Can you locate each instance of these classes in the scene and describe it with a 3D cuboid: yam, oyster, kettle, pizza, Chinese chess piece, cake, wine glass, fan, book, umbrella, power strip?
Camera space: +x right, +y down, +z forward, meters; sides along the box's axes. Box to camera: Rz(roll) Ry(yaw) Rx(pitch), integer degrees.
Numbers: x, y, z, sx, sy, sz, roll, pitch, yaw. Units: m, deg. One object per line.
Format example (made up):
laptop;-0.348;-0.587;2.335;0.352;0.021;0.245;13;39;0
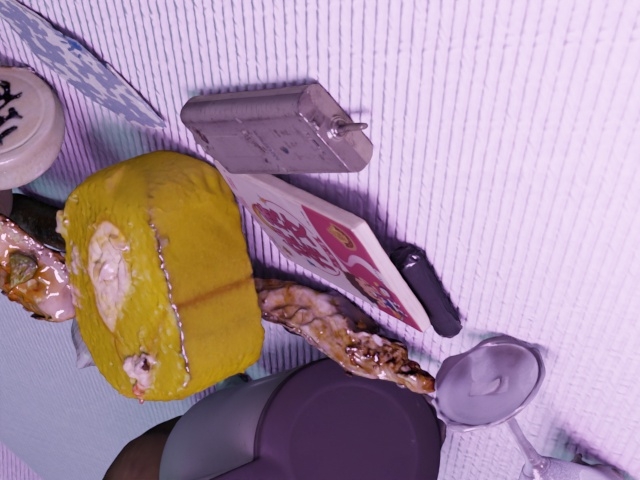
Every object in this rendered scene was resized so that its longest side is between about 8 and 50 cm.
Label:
yam;-0.327;-0.012;2.155;0.253;0.061;0.061;17;152;44
oyster;-0.010;0.090;1.860;0.345;0.078;0.129;22;174;33
kettle;-0.074;0.286;2.005;0.377;0.361;0.250;-32;74;66
pizza;-0.423;-0.020;1.934;0.392;0.080;0.435;34;173;11
Chinese chess piece;-0.352;-0.124;1.830;0.144;0.144;0.058;29;154;19
cake;-0.176;0.036;1.785;0.179;0.156;0.260;0;106;41
wine glass;0.207;0.214;1.669;0.156;0.156;0.232;13;145;47
fan;-0.257;-0.185;1.738;0.240;0.009;0.131;37;160;-2
book;0.000;0.000;1.661;0.232;0.022;0.162;27;158;46
umbrella;0.105;0.051;1.637;0.133;0.031;0.036;57;-173;-43
power strip;-0.035;-0.099;1.531;0.092;0.034;0.268;47;157;-25

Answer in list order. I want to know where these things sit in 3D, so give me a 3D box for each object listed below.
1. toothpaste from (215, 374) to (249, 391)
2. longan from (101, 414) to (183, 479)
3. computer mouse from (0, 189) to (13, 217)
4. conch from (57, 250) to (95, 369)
toothpaste;-0.069;0.247;2.327;0.255;0.037;0.067;41;154;-19
longan;-0.145;0.410;2.437;0.361;0.361;0.361;32;159;14
computer mouse;-0.477;-0.114;2.142;0.145;0.082;0.236;16;146;44
conch;-0.295;0.127;2.338;0.137;0.114;0.234;-4;131;41
